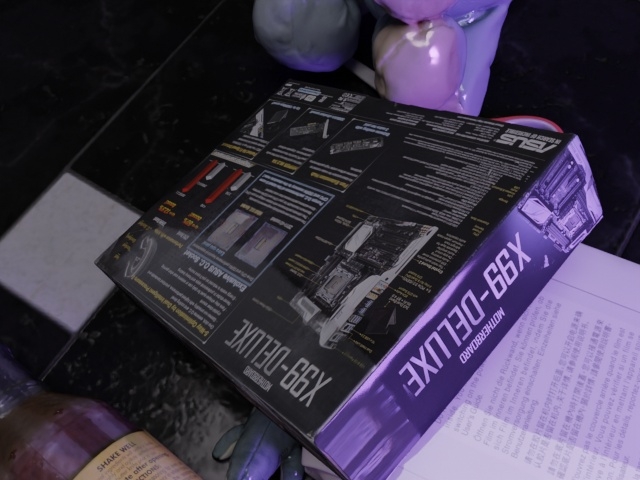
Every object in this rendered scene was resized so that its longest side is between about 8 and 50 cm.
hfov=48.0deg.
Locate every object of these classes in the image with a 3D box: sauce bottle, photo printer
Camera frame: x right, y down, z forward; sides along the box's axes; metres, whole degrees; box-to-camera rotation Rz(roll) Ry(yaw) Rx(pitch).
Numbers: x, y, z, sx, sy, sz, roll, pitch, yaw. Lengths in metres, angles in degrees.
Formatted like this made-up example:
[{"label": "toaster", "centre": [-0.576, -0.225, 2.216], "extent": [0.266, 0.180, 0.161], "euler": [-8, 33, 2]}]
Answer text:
[{"label": "sauce bottle", "centre": [-0.147, 0.185, 0.504], "extent": [0.344, 0.111, 0.111], "euler": [35, 70, 18]}, {"label": "photo printer", "centre": [0.154, 0.117, 0.524], "extent": [0.308, 0.107, 0.256], "euler": [21, 65, 14]}]

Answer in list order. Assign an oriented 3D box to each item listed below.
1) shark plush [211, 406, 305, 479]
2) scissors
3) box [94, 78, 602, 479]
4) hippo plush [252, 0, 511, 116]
[{"label": "shark plush", "centre": [-0.019, 0.127, 0.550], "extent": [0.073, 0.067, 0.161], "euler": [34, 70, 19]}, {"label": "scissors", "centre": [0.096, -0.118, 0.695], "extent": [0.297, 0.021, 0.109], "euler": [26, 67, 15]}, {"label": "box", "centre": [0.000, 0.000, 0.528], "extent": [0.242, 0.076, 0.307], "euler": [-47, 40, -17]}, {"label": "hippo plush", "centre": [0.049, -0.259, 0.640], "extent": [0.237, 0.234, 0.294], "euler": [19, 76, 26]}]
